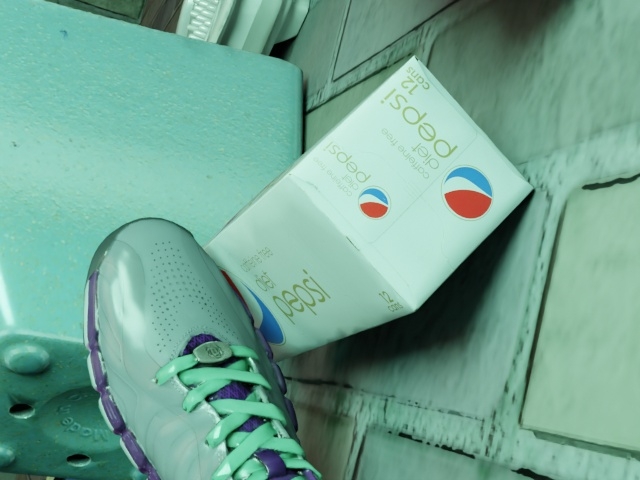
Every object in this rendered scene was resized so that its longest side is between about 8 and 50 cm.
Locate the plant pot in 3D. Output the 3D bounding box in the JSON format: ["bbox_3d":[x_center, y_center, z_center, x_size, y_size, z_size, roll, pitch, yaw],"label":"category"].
[{"bbox_3d":[-0.154,0.023,0.768,0.252,0.248,0.247,-99,28,-42],"label":"plant pot"}]

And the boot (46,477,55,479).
[{"bbox_3d":[-0.237,0.265,1.110,0.165,0.077,0.213,128,154,-49],"label":"boot"}]

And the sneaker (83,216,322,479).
[{"bbox_3d":[-0.023,0.086,0.443,0.098,0.083,0.223,-31,77,53],"label":"sneaker"}]

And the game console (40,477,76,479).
[{"bbox_3d":[-0.260,0.191,0.860,0.293,0.250,0.173,-105,33,-79],"label":"game console"}]

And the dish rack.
[{"bbox_3d":[-0.076,-0.217,1.025,0.333,0.072,0.285,-90,21,-44],"label":"dish rack"}]

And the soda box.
[{"bbox_3d":[0.000,0.000,0.497,0.074,0.069,0.216,-44,4,-22],"label":"soda box"}]
